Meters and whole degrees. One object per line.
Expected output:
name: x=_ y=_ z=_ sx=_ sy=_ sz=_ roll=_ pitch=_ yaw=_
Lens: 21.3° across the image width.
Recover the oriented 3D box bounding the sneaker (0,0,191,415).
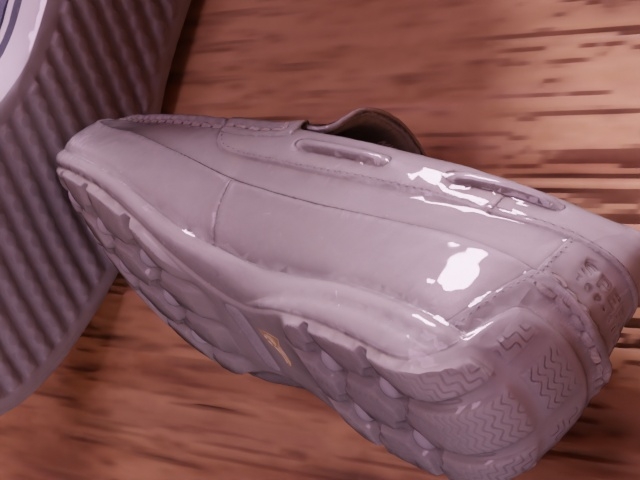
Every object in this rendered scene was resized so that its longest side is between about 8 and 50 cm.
sneaker: x=-0.155 y=-0.070 z=0.852 sx=0.127 sy=0.126 sz=0.321 roll=14 pitch=80 yaw=43

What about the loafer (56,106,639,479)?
loafer: x=0.000 y=0.000 z=0.697 sx=0.111 sy=0.112 sz=0.319 roll=-43 pitch=39 yaw=-19
